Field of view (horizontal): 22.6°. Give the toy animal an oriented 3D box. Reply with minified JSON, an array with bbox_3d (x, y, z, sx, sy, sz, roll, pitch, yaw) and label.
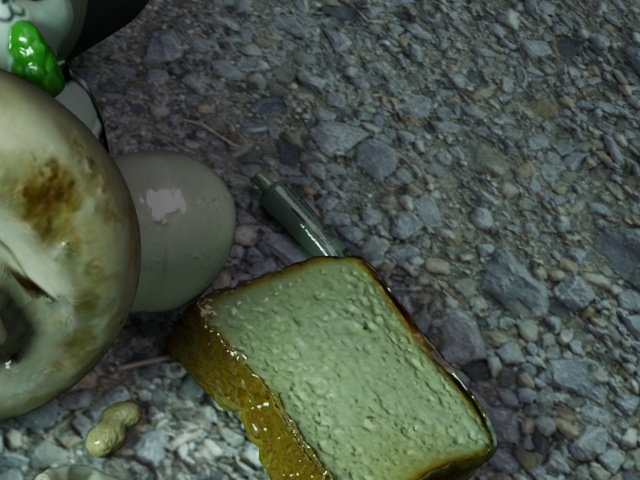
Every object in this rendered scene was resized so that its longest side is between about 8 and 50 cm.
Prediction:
[{"bbox_3d":[-0.325,-0.160,1.548,0.212,0.266,0.212,-9,30,6],"label":"toy animal"}]

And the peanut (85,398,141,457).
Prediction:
[{"bbox_3d":[-0.202,0.182,1.567,0.037,0.037,0.083,37,44,0],"label":"peanut"}]

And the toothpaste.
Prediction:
[{"bbox_3d":[0.000,0.000,1.872,0.218,0.041,0.064,46,36,5],"label":"toothpaste"}]

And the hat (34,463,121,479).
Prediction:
[{"bbox_3d":[-0.200,0.329,1.409,0.219,0.164,0.226,35,80,-2],"label":"hat"}]

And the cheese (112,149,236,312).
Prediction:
[{"bbox_3d":[-0.181,-0.005,1.636,0.198,0.189,0.154,0,53,-34],"label":"cheese"}]

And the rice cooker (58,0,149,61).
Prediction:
[{"bbox_3d":[-0.338,-0.311,1.745,0.288,0.288,0.277,39,38,3],"label":"rice cooker"}]

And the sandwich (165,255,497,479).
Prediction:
[{"bbox_3d":[0.019,0.160,1.692,0.271,0.099,0.301,-14,58,-46],"label":"sandwich"}]

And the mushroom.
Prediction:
[{"bbox_3d":[-0.337,0.024,1.372,0.362,0.362,0.294,21,36,-17],"label":"mushroom"}]
